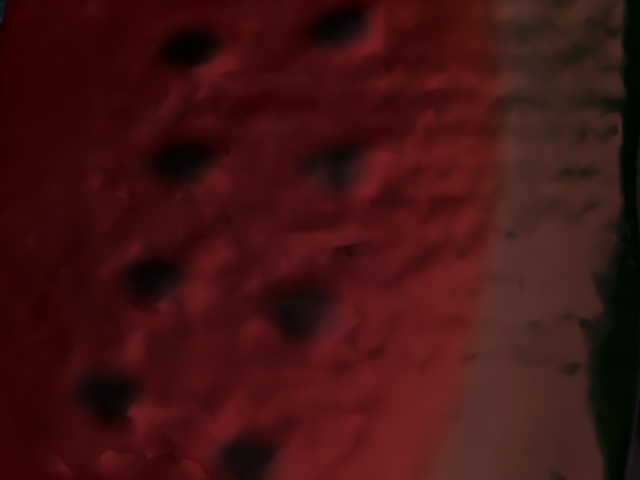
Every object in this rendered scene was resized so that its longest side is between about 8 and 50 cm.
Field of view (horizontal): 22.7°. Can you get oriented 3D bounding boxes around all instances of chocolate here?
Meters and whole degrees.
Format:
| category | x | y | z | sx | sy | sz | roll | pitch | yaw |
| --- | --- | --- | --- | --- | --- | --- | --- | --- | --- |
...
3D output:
| category | x | y | z | sx | sy | sz | roll | pitch | yaw |
| --- | --- | --- | --- | --- | --- | --- | --- | --- | --- |
| chocolate | 0.000 | 0.000 | 0.763 | 0.341 | 0.161 | 0.360 | 2 | 71 | 12 |
